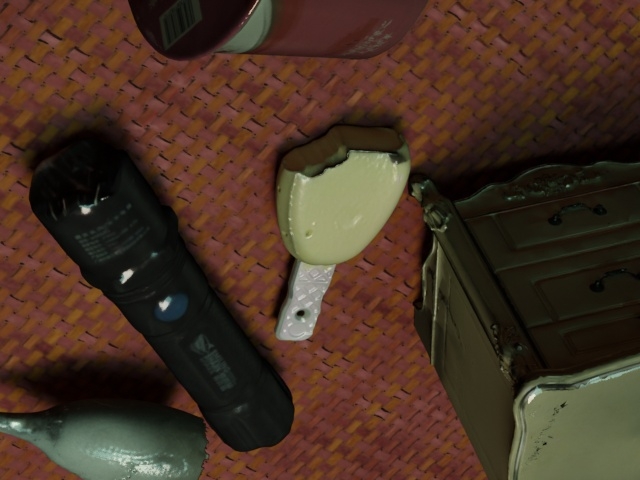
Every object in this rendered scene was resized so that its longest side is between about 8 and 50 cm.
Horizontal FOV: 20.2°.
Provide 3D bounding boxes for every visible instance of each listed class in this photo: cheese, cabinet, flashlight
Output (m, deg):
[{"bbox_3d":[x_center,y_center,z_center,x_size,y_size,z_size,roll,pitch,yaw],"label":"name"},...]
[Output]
[{"bbox_3d":[0.000,0.000,1.748,0.127,0.050,0.255,2,127,-23],"label":"cheese"},{"bbox_3d":[0.264,0.081,1.741,0.290,0.318,0.227,-12,133,-11],"label":"cabinet"},{"bbox_3d":[-0.140,0.069,1.719,0.103,0.103,0.424,-29,134,3],"label":"flashlight"}]

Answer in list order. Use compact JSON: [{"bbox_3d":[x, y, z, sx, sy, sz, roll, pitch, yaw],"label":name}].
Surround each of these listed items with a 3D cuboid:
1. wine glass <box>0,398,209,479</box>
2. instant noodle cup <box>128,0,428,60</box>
[{"bbox_3d":[-0.279,0.265,1.723,0.309,0.264,0.096,15,167,-22],"label":"wine glass"},{"bbox_3d":[-0.026,-0.247,1.429,0.178,0.235,0.235,6,126,-37],"label":"instant noodle cup"}]
